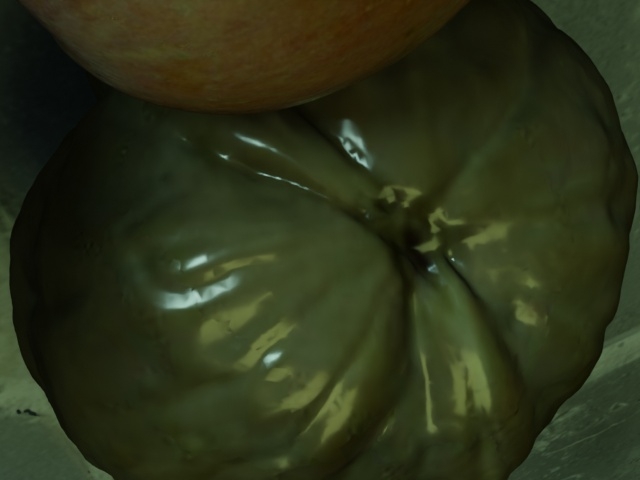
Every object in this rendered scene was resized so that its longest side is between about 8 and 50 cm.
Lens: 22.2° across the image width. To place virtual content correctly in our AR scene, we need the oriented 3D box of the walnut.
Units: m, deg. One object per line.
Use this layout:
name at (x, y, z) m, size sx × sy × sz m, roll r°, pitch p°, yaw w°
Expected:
walnut at (0.000, 0.000, 0.765) m, size 0.296 × 0.285 × 0.285 m, roll -42°, pitch 152°, yaw -13°

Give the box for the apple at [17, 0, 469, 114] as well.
apple at (-0.029, -0.171, 0.530) m, size 0.254 × 0.253 × 0.253 m, roll -19°, pitch 148°, yaw -13°
